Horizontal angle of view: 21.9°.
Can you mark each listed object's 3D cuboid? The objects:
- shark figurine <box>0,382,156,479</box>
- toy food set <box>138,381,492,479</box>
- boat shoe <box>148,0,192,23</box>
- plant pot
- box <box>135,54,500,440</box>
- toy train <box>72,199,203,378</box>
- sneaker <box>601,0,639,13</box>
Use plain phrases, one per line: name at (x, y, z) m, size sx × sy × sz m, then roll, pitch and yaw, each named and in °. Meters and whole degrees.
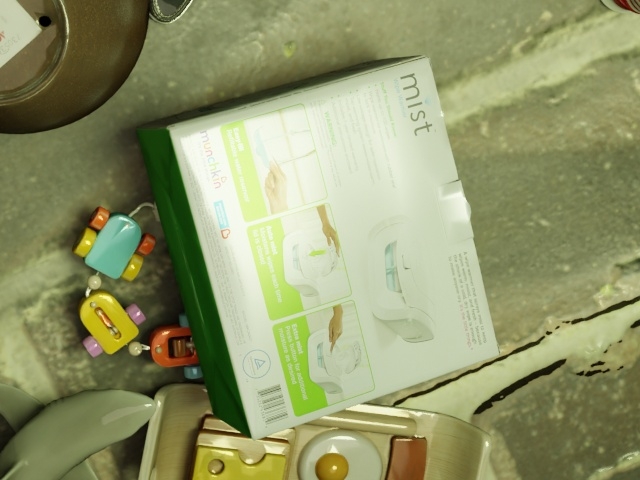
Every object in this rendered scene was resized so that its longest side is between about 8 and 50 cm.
shark figurine at (-0.256, 0.237, 1.403) m, size 0.166 × 0.116 × 0.278 m, roll 20°, pitch 109°, yaw 10°
toy food set at (-0.017, 0.255, 1.468) m, size 0.306 × 0.092 × 0.220 m, roll 8°, pitch 101°, yaw -12°
boat shoe at (-0.110, -0.238, 1.374) m, size 0.046 × 0.038 × 0.125 m, roll 25°, pitch 97°, yaw -15°
plant pot at (-0.239, -0.171, 1.258) m, size 0.215 × 0.230 × 0.215 m, roll -1°, pitch 102°, yaw -5°
box at (0.000, 0.000, 1.371) m, size 0.231 × 0.127 × 0.262 m, roll -18°, pitch 100°, yaw -18°
toy train at (-0.151, 0.041, 1.426) m, size 0.125 × 0.046 × 0.166 m, roll -11°, pitch 104°, yaw -14°
sneaker at (0.256, -0.292, 1.381) m, size 0.087 × 0.128 × 0.221 m, roll -27°, pitch 107°, yaw -4°
